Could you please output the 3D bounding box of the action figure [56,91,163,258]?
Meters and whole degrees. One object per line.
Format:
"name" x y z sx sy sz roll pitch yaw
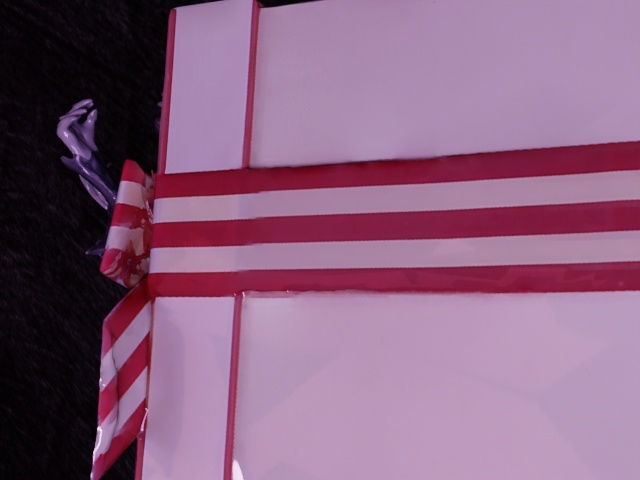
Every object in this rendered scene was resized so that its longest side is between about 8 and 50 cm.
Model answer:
"action figure" -0.144 -0.081 0.876 0.276 0.164 0.141 -38 85 37

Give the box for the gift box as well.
"gift box" 0.047 0.033 0.471 0.258 0.255 0.276 0 75 24
